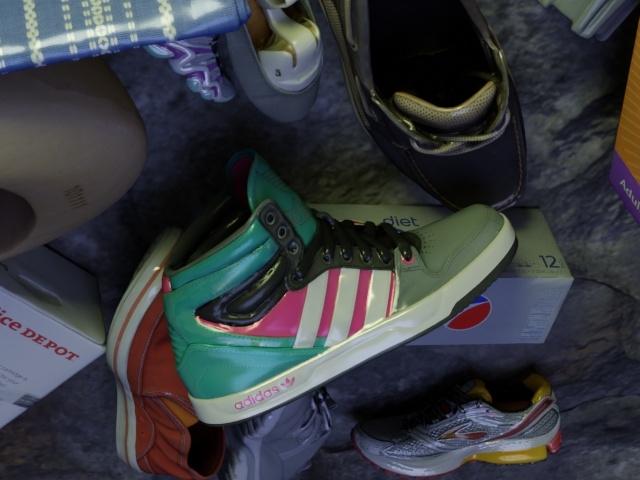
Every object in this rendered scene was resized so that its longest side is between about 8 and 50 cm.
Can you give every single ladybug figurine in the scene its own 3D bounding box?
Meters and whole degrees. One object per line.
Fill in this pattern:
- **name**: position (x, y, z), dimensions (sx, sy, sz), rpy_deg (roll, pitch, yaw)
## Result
- **ladybug figurine**: position (-0.346, -0.060, 0.859), dimensions (0.449, 0.162, 0.305), rpy_deg (-13, 164, -6)

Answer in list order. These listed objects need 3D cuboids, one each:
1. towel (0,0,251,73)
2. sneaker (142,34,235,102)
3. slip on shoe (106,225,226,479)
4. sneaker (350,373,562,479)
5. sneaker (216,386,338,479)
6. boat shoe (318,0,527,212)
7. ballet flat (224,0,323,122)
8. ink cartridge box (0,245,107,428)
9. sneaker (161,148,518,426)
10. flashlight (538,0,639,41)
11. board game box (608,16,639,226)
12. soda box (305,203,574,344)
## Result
- **towel**: position (-0.220, -0.183, 0.755), dimensions (0.336, 0.243, 0.040), rpy_deg (-12, 149, -3)
- **sneaker**: position (-0.083, -0.149, 0.965), dimensions (0.069, 0.038, 0.098), rpy_deg (-37, 133, 22)
- **slip on shoe**: position (-0.125, 0.110, 1.142), dimensions (0.101, 0.123, 0.331), rpy_deg (18, 139, 10)
- **sneaker**: position (0.141, 0.186, 1.347), dimensions (0.225, 0.088, 0.093), rpy_deg (-8, 115, -8)
- **sneaker**: position (-0.036, 0.155, 1.255), dimensions (0.115, 0.105, 0.281), rpy_deg (-11, 149, -21)
- **boat shoe**: position (0.078, -0.121, 0.972), dimensions (0.132, 0.130, 0.355), rpy_deg (-25, 135, 11)
- **ballet flat**: position (-0.035, -0.163, 0.921), dimensions (0.072, 0.068, 0.213), rpy_deg (-38, 132, -20)
- **ink cartridge box**: position (-0.315, 0.086, 1.098), dimensions (0.219, 0.093, 0.160), rpy_deg (-35, 133, 19)
- **sneaker**: position (0.000, 0.000, 0.999), dimensions (0.295, 0.124, 0.178), rpy_deg (-28, 109, -11)
- **flashlight**: position (0.266, -0.274, 0.883), dimensions (0.304, 0.103, 0.103), rpy_deg (-53, 159, 27)
- **board game box**: position (0.459, -0.078, 0.879), dimensions (0.356, 0.356, 0.356), rpy_deg (-21, 147, -9)
- **soda box**: position (0.071, 0.031, 1.146), dimensions (0.286, 0.098, 0.091), rpy_deg (0, 133, -16)
